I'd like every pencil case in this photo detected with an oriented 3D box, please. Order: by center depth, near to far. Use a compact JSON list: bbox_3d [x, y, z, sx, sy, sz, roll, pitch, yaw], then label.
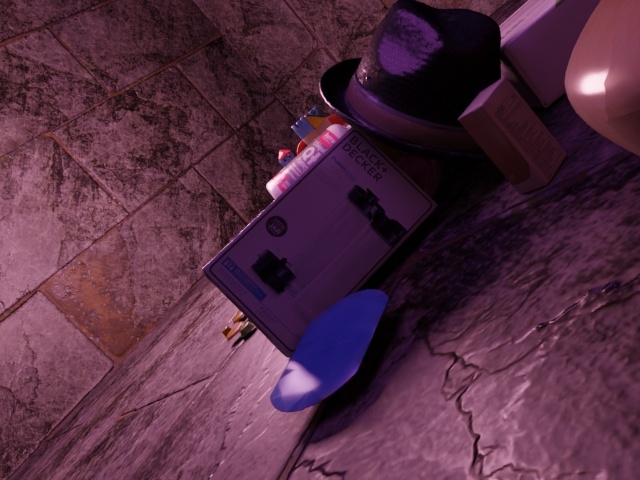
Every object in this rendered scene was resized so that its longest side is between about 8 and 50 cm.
[{"bbox_3d":[0.165,-0.185,0.998,0.160,0.167,0.386,6,32,19],"label":"pencil case"}]

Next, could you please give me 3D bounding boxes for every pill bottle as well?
[{"bbox_3d":[0.033,-0.179,1.423,0.318,0.176,0.176,-42,10,2],"label":"pill bottle"}]

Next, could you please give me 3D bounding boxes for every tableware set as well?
[{"bbox_3d":[-0.156,0.169,1.135,0.154,0.024,0.104,-27,21,53],"label":"tableware set"}]

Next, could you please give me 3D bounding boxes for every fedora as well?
[{"bbox_3d":[0.157,-0.248,0.796,0.334,0.334,0.152,-56,-17,-54],"label":"fedora"}]

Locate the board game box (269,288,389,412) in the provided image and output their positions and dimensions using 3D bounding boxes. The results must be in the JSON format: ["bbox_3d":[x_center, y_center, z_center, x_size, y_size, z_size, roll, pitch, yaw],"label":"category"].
[{"bbox_3d":[0.020,0.124,0.607,0.133,0.033,0.169,-27,23,42],"label":"board game box"}]

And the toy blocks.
[{"bbox_3d":[0.022,-0.287,1.679,0.381,0.261,0.191,-42,10,6],"label":"toy blocks"}]

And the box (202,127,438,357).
[{"bbox_3d":[0.000,0.000,0.775,0.290,0.169,0.087,-44,-3,-14],"label":"box"}]

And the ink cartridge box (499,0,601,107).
[{"bbox_3d":[0.366,-0.324,0.914,0.198,0.115,0.273,-40,10,10],"label":"ink cartridge box"}]

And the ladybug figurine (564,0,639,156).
[{"bbox_3d":[0.339,-0.184,0.279,0.449,0.162,0.305,-42,9,5],"label":"ladybug figurine"}]

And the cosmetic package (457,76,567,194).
[{"bbox_3d":[0.212,-0.114,0.618,0.060,0.115,0.041,-47,11,-27],"label":"cosmetic package"}]
